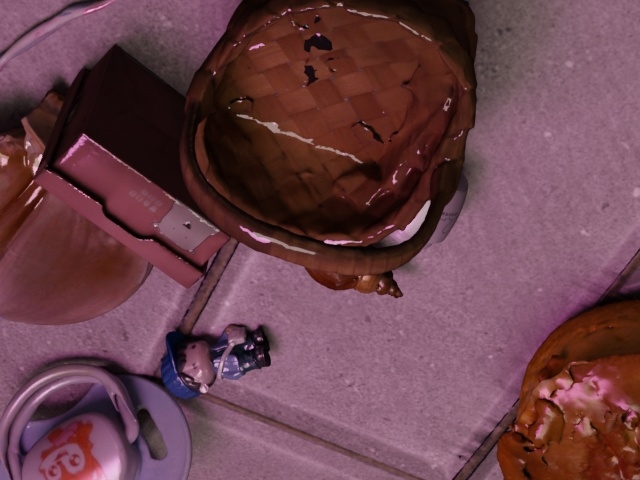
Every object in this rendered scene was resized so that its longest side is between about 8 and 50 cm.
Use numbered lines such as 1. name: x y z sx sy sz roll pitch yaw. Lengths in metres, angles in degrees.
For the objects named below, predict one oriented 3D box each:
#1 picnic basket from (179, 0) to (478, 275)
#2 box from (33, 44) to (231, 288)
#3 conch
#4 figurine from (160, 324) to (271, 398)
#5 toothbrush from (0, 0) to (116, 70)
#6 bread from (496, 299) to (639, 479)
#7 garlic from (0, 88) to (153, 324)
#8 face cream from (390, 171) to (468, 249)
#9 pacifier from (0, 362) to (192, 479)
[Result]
1. picnic basket: 0.002 -0.091 1.426 0.293 0.337 0.337 19 131 -7
2. box: -0.192 -0.086 1.581 0.215 0.215 0.086 36 120 -20
3. conch: 0.003 0.002 1.707 0.086 0.080 0.233 -36 115 25
4. figurine: -0.141 0.156 1.879 0.149 0.086 0.087 -14 151 8
5. toothbrush: -0.284 -0.246 1.588 0.269 0.021 0.027 -27 108 29
6. bread: 0.400 0.229 1.747 0.358 0.204 0.337 18 129 -9
7. garlic: -0.334 -0.019 1.720 0.279 0.132 0.325 31 127 -14
8. face cream: 0.119 -0.045 1.638 0.091 0.091 0.095 27 122 -12
9. pacifier: -0.306 0.314 1.991 0.299 0.244 0.233 -30 154 5
